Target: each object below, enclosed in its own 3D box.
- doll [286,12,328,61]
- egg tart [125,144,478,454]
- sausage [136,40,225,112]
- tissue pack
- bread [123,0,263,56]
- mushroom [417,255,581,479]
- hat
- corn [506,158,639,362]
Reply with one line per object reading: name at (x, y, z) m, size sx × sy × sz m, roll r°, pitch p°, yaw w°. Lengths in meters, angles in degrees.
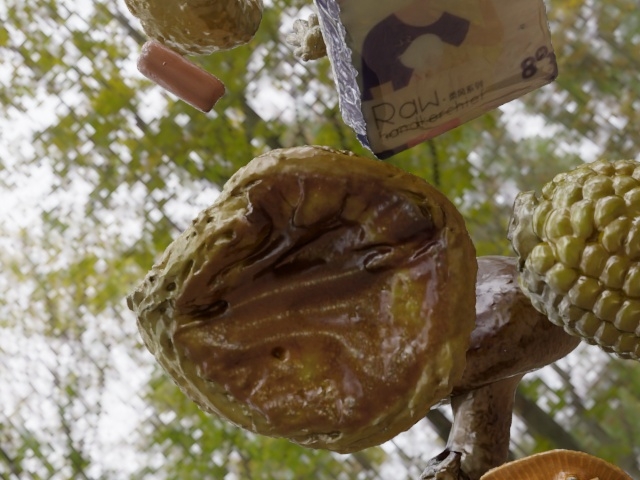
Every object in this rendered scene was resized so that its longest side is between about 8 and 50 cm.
doll at (-0.018, -0.263, 1.849) m, size 0.051 × 0.093 × 0.061 m, roll 13°, pitch -74°, yaw -49°
egg tart at (0.002, 0.062, 1.521) m, size 0.351 × 0.339 × 0.153 m, roll -54°, pitch 0°, yaw 17°
sausage at (-0.123, -0.144, 1.258) m, size 0.034 × 0.083 × 0.034 m, roll -58°, pitch -1°, yaw -2°
tissue pack at (0.108, -0.280, 1.528) m, size 0.242 × 0.125 × 0.344 m, roll -25°, pitch -55°, yaw -9°
bread at (-0.167, -0.326, 1.701) m, size 0.134 × 0.244 × 0.244 m, roll -28°, pitch -24°, yaw 16°
mushroom at (0.251, 0.198, 2.107) m, size 0.334 × 0.356 × 0.331 m, roll -16°, pitch -30°, yaw -18°
hat at (0.280, 0.413, 1.839) m, size 0.233 × 0.244 × 0.233 m, roll -44°, pitch -23°, yaw -63°
corn at (0.282, 0.046, 0.833) m, size 0.120 × 0.363 × 0.120 m, roll 20°, pitch -90°, yaw -84°
